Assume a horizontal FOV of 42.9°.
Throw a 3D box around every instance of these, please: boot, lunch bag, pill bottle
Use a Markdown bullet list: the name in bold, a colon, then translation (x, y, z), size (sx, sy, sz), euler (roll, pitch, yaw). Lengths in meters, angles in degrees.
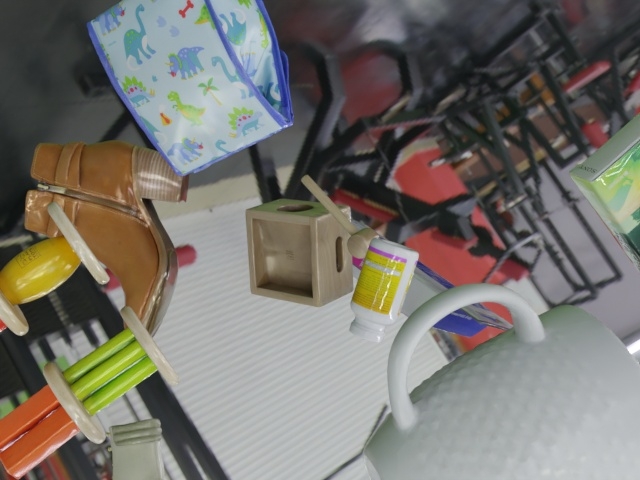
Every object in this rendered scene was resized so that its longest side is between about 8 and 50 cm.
- **boot**: translation (-0.299, 0.365, 1.245), size (0.077, 0.165, 0.213), euler (3, 157, -44)
- **lunch bag**: translation (-0.101, -0.143, 0.689), size (0.129, 0.151, 0.096), euler (-20, -176, 33)
- **boot**: translation (-0.312, -0.002, 1.144), size (0.220, 0.283, 0.109), euler (7, -178, 1)
- **pill bottle**: translation (0.051, 0.043, 0.694), size (0.043, 0.043, 0.083), euler (2, 107, -73)

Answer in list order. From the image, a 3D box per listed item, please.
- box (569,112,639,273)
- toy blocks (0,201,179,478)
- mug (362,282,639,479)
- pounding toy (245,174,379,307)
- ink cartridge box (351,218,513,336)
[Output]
- **box**: translation (0.472, -0.033, 0.961), size (0.232, 0.322, 0.058), euler (-42, -162, 0)
- **toy blocks**: translation (-0.169, 0.069, 0.430), size (0.148, 0.123, 0.054), euler (-34, -173, -13)
- **mug**: translation (0.218, 0.231, 1.033), size (0.328, 0.374, 0.276), euler (-25, -164, -9)
- **pounding toy**: translation (0.004, -0.008, 1.125), size (0.206, 0.181, 0.094), euler (8, -162, 36)
- **ink cartridge box**: translation (0.136, 0.063, 1.271), size (0.176, 0.371, 0.069), euler (20, 101, -51)
